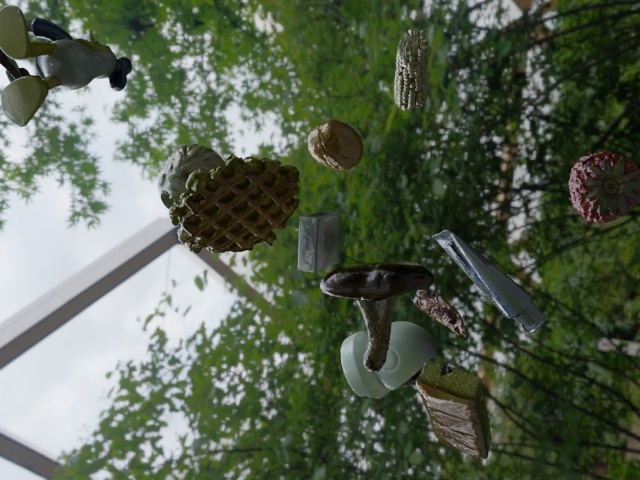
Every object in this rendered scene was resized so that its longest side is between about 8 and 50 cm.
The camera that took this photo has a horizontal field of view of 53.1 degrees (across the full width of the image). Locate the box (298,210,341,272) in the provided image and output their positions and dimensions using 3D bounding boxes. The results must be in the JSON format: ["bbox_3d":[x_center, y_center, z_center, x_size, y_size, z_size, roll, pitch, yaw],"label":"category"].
[{"bbox_3d":[0.000,0.000,1.540,0.129,0.051,0.130,-16,-69,-60],"label":"box"}]

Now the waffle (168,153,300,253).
[{"bbox_3d":[-0.200,-0.080,1.543,0.068,0.325,0.302,61,147,37],"label":"waffle"}]

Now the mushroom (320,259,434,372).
[{"bbox_3d":[0.123,0.152,1.269,0.148,0.227,0.217,-8,-90,-62],"label":"mushroom"}]

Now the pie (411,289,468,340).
[{"bbox_3d":[0.277,0.163,1.500,0.034,0.170,0.092,-35,-43,-27],"label":"pie"}]

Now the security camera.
[{"bbox_3d":[0.197,0.311,1.721,0.194,0.236,0.194,43,-147,-38],"label":"security camera"}]

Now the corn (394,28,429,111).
[{"bbox_3d":[0.211,-0.389,1.493,0.211,0.087,0.087,76,-153,-60],"label":"corn"}]

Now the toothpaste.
[{"bbox_3d":[0.373,0.083,1.421,0.073,0.299,0.114,-47,0,-8],"label":"toothpaste"}]

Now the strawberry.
[{"bbox_3d":[0.789,-0.149,1.829,0.244,0.205,0.205,-45,-41,-85],"label":"strawberry"}]

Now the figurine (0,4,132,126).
[{"bbox_3d":[-0.522,-0.344,1.288,0.338,0.284,0.204,-18,-62,-60],"label":"figurine"}]

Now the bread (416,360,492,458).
[{"bbox_3d":[0.331,0.416,1.544,0.077,0.138,0.361,-61,-32,-28],"label":"bread"}]

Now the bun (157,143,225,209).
[{"bbox_3d":[-0.320,-0.146,1.600,0.193,0.178,0.128,-54,-1,-12],"label":"bun"}]

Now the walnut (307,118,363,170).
[{"bbox_3d":[0.055,-0.320,2.145,0.197,0.165,0.165,16,-101,-43],"label":"walnut"}]
